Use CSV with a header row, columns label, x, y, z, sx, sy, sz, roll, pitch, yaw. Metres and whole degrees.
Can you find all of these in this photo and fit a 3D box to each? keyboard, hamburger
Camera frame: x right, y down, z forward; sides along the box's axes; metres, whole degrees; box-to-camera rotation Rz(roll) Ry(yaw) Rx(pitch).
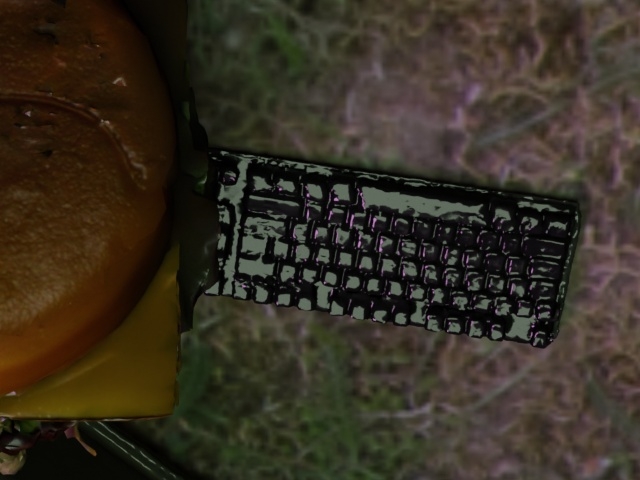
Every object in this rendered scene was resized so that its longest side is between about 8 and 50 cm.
label,x,y,z,sx,sy,sz,roll,pitch,yaw
keyboard,0.000,0.000,0.756,0.231,0.023,0.072,9,111,-1
hamburger,-0.161,-0.028,0.659,0.243,0.139,0.261,9,73,-18

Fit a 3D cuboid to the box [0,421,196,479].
label,x,y,z,sx,sy,sz,roll,pitch,yaw
box,-0.150,0.154,0.746,0.274,0.178,0.138,35,110,-13
